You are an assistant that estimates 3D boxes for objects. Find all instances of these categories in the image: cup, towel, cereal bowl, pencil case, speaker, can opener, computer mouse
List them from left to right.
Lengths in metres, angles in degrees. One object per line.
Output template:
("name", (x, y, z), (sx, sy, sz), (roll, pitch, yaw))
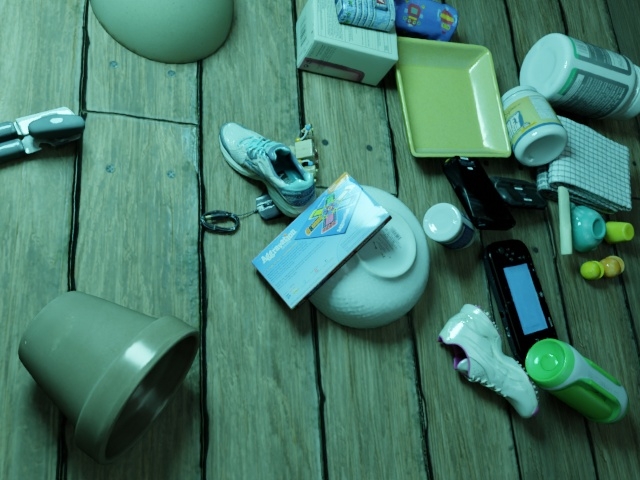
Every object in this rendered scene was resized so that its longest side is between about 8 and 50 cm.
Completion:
("can opener", (-0.597, -0.197, 1.067), (0.280, 0.093, 0.074), (-24, 85, -24))
("cup", (-0.329, -0.600, 1.229), (0.330, 0.237, 0.332), (8, 70, -21))
("computer mouse", (-0.148, -0.070, 1.247), (0.241, 0.041, 0.071), (-19, 82, -27))
("cereal bowl", (0.112, 0.023, 1.276), (0.338, 0.141, 0.339), (7, 70, -21))
("pencil case", (0.227, -0.619, 1.548), (0.305, 0.133, 0.120), (9, 102, -20))
("speaker", (0.632, 0.348, 1.375), (0.296, 0.131, 0.131), (33, 62, -28))
("towel", (0.771, -0.212, 1.660), (0.283, 0.121, 0.235), (18, 65, -16))

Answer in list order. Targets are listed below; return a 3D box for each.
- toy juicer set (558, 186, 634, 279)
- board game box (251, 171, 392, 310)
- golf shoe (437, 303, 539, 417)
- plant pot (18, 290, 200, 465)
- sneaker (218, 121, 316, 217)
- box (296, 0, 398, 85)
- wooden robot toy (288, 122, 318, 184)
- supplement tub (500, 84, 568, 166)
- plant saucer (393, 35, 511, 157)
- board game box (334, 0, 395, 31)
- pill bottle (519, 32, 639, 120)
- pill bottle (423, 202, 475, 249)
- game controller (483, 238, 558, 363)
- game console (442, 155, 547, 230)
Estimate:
("toy juicer set", (0.749, 0.001, 1.602), (0.328, 0.089, 0.210), (21, 79, -26))
("board game box", (0.000, 0.000, 1.182), (0.281, 0.027, 0.145), (-43, 68, 1))
("golf shoe", (0.396, 0.306, 1.341), (0.140, 0.115, 0.306), (-33, 86, -13))
("plant pot", (-0.373, 0.206, 0.965), (0.229, 0.263, 0.263), (31, 62, 9))
("sneaker", (-0.110, -0.183, 1.231), (0.283, 0.122, 0.110), (41, 63, 14))
("box", (0.065, -0.510, 1.435), (0.232, 0.127, 0.149), (7, 69, -22))
("wooden robot toy", (-0.050, -0.197, 1.332), (0.078, 0.076, 0.174), (-7, 73, 11))
("supplement tub", (0.588, -0.323, 1.575), (0.144, 0.144, 0.200), (6, 51, -22))
("plant saucer", (0.341, -0.372, 1.531), (0.332, 0.081, 0.333), (-4, 79, -24))
("board game box", (0.127, -0.624, 1.398), (0.193, 0.060, 0.194), (0, 69, -23))
("pill bottle", (0.815, -0.486, 1.716), (0.360, 0.204, 0.205), (9, 70, -21))
("pill bottle", (0.323, -0.028, 1.376), (0.169, 0.094, 0.094), (21, 60, -57))
("game controller", (0.522, 0.153, 1.457), (0.166, 0.067, 0.320), (-9, 78, -26))
("game console", (0.484, -0.118, 1.486), (0.361, 0.044, 0.213), (1, 56, -37))
